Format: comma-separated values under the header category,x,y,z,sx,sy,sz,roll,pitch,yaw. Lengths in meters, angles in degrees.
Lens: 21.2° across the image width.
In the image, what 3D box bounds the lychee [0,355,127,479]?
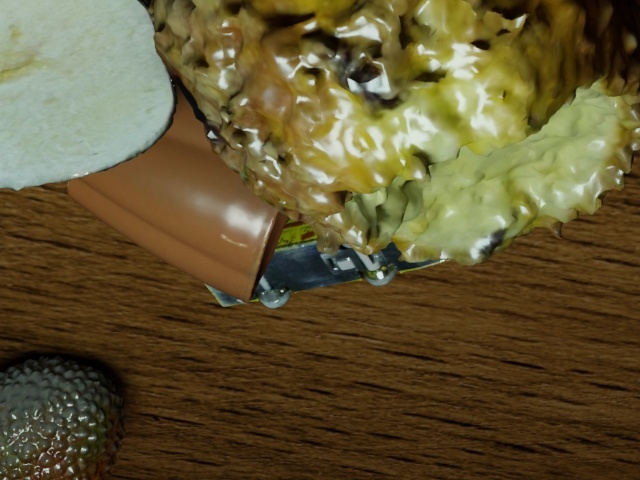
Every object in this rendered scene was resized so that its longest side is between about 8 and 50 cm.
category,x,y,z,sx,sy,sz,roll,pitch,yaw
lychee,-0.289,0.203,1.746,0.197,0.165,0.165,-39,127,23

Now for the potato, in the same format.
category,x,y,z,sx,sy,sz,roll,pitch,yaw
potato,-0.229,-0.178,1.174,0.246,0.196,0.299,-17,158,-1

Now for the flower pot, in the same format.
category,x,y,z,sx,sy,sz,roll,pitch,yaw
flower pot,-0.101,-0.065,1.361,0.173,0.190,0.190,20,143,-1

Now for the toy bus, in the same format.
category,x,y,z,sx,sy,sz,roll,pitch,yaw
toy bus,0.000,0.000,1.515,0.226,0.074,0.081,-13,141,22

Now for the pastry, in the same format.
category,x,y,z,sx,sy,sz,roll,pitch,yaw
pastry,0.038,-0.158,1.102,0.292,0.337,0.405,-31,163,15
